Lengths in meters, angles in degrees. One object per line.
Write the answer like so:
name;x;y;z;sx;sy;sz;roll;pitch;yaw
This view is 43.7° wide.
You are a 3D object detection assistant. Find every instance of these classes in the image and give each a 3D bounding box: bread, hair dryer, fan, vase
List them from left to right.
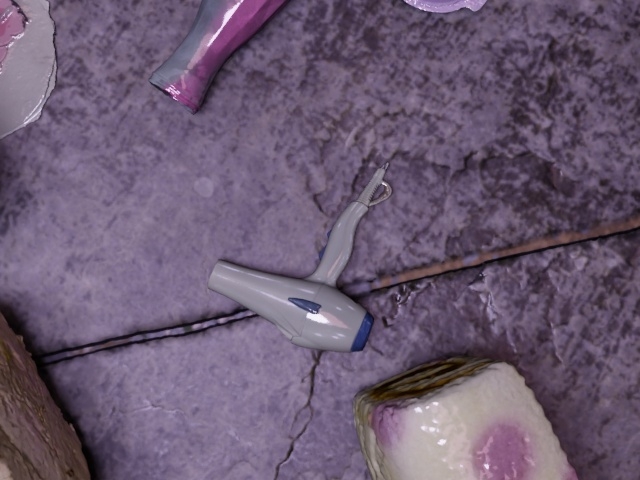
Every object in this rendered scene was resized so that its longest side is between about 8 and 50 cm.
fan;-0.304;-0.238;0.800;0.182;0.010;0.310;40;87;0
vase;-0.085;-0.226;0.779;0.086;0.086;0.214;35;90;-1
hair dryer;-0.021;0.005;0.790;0.167;0.067;0.199;8;76;3
bread;0.161;0.272;0.714;0.155;0.187;0.338;-26;89;-11

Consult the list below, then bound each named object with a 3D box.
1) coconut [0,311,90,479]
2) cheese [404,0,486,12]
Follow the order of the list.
coconut;-0.378;0.207;0.651;0.310;0.297;0.297;-27;89;-6
cheese;0.092;-0.299;0.807;0.191;0.042;0.105;34;85;0
